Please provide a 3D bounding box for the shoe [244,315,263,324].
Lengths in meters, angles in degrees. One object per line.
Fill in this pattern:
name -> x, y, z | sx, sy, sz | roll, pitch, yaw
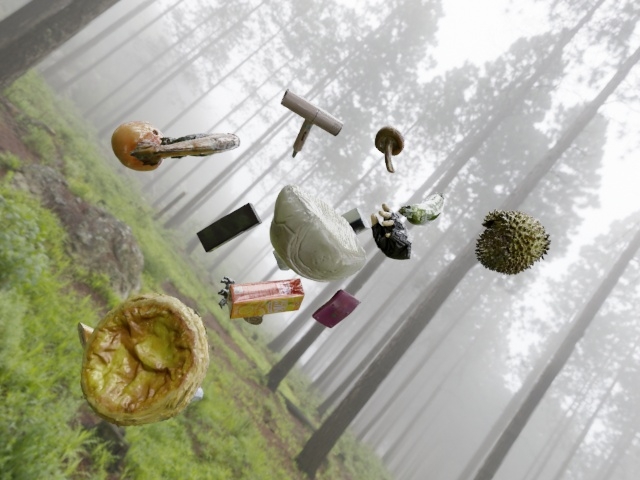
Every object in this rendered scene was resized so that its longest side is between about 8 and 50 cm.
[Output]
shoe -> -0.253, 0.266, 1.878 | 0.089, 0.092, 0.180 | 27, -52, -13

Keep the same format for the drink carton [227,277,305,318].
drink carton -> -0.167, 0.176, 1.408 | 0.096, 0.222, 0.071 | 112, -33, -47

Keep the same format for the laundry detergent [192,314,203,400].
laundry detergent -> -0.518, 0.470, 1.853 | 0.159, 0.087, 0.335 | 118, -34, -52

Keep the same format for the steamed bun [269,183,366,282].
steamed bun -> -0.035, 0.005, 1.559 | 0.383, 0.236, 0.247 | 34, 21, -47

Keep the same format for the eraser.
eraser -> 0.000, 0.000, 1.871 | 0.098, 0.403, 0.096 | 66, 18, 10

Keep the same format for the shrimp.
shrimp -> -0.316, -0.198, 0.999 | 0.290, 0.222, 0.054 | 9, -68, 44

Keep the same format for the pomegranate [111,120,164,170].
pomegranate -> -0.711, -0.371, 1.822 | 0.209, 0.209, 0.209 | 40, -16, 14

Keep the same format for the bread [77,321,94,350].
bread -> -0.651, 0.282, 1.299 | 0.103, 0.062, 0.049 | 37, -32, -24

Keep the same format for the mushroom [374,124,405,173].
mushroom -> 0.191, -0.250, 1.263 | 0.088, 0.073, 0.130 | -1, -79, 26

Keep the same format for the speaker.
speaker -> -0.312, -0.043, 1.578 | 0.082, 0.218, 0.044 | 61, 8, 4

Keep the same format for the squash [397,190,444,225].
squash -> 0.317, -0.088, 1.384 | 0.080, 0.318, 0.071 | 50, -58, 11

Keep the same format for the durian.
durian -> 0.702, 0.004, 1.709 | 0.258, 0.258, 0.293 | 48, -2, -15

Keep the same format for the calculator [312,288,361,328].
calculator -> 0.066, 0.292, 1.927 | 0.126, 0.190, 0.034 | 35, 20, -30

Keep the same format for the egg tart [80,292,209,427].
egg tart -> -0.418, 0.292, 1.132 | 0.341, 0.341, 0.132 | 36, -11, 24

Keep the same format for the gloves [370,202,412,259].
gloves -> 0.249, -0.038, 1.634 | 0.164, 0.124, 0.203 | 18, -56, 39

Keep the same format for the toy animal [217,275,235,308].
toy animal -> -0.390, 0.220, 1.907 | 0.065, 0.136, 0.047 | 26, -34, -27

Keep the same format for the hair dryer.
hair dryer -> -0.069, -0.345, 1.420 | 0.195, 0.054, 0.220 | 27, -35, -22
